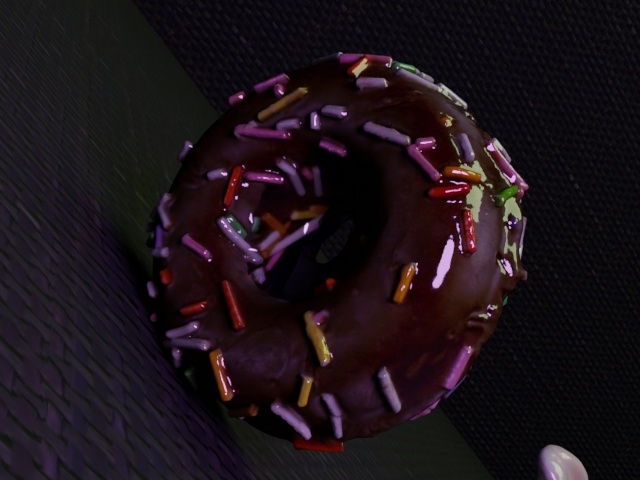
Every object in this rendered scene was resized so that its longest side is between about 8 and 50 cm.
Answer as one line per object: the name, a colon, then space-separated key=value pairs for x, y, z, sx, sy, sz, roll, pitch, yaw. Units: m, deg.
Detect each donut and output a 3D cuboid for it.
donut: x=0.000 y=0.000 z=0.615 sx=0.103 sy=0.270 sz=0.269 roll=33 pitch=20 yaw=-52

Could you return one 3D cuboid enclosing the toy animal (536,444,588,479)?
toy animal: x=0.272 y=0.397 z=1.034 sx=0.367 sy=0.196 sz=0.241 roll=55 pitch=-4 yaw=-31
